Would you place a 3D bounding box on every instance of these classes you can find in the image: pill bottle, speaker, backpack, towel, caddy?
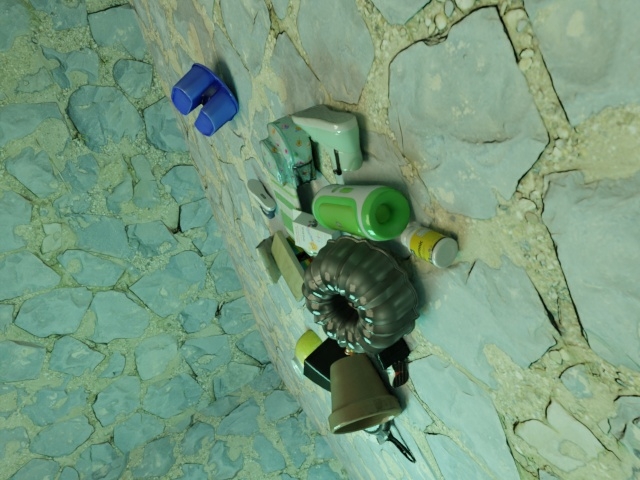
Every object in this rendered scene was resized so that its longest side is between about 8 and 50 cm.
[{"bbox_3d":[0.223,0.009,0.889,0.116,0.065,0.065,34,144,56],"label":"pill bottle"},{"bbox_3d":[0.086,-0.075,1.042,0.296,0.131,0.131,17,130,63],"label":"speaker"},{"bbox_3d":[-0.097,-0.263,1.247,0.166,0.144,0.188,55,156,36],"label":"backpack"},{"bbox_3d":[-0.226,0.086,1.970,0.282,0.049,0.187,-76,-35,-77],"label":"towel"},{"bbox_3d":[-0.102,-0.119,1.508,0.248,0.038,0.325,43,152,56],"label":"towel"},{"bbox_3d":[-0.458,-0.573,1.730,0.241,0.179,0.341,45,165,-18],"label":"caddy"}]

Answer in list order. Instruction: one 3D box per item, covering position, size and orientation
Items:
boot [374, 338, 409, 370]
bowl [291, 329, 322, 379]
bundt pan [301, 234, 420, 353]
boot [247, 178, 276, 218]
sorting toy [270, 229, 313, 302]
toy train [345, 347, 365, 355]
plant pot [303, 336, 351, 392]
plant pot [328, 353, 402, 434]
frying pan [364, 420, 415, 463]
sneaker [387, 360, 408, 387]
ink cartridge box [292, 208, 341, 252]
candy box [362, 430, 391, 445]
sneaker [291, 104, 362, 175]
[{"bbox_3d":[0.203,0.313,1.253,0.121,0.099,0.045,65,161,0],"label":"boot"},{"bbox_3d":[-0.055,0.620,2.176,0.289,0.156,0.289,51,157,32],"label":"bowl"},{"bbox_3d":[0.082,0.159,1.104,0.331,0.124,0.331,24,133,29],"label":"bundt pan"},{"bbox_3d":[-0.260,-0.178,1.850,0.190,0.069,0.086,52,154,25],"label":"boot"},{"bbox_3d":[-0.101,0.100,1.763,0.255,0.089,0.257,60,160,13],"label":"sorting toy"},{"bbox_3d":[0.110,0.405,1.667,0.166,0.046,0.125,14,127,65],"label":"toy train"},{"bbox_3d":[0.050,0.530,1.790,0.167,0.188,0.187,41,152,24],"label":"plant pot"},{"bbox_3d":[0.134,0.544,1.537,0.263,0.263,0.229,98,159,-57],"label":"plant pot"},{"bbox_3d":[0.219,0.745,1.686,0.197,0.053,0.326,-30,82,40],"label":"frying pan"},{"bbox_3d":[0.237,0.398,1.354,0.075,0.057,0.161,-114,10,-52],"label":"sneaker"},{"bbox_3d":[-0.026,-0.023,1.363,0.181,0.061,0.104,20,137,25],"label":"ink cartridge box"},{"bbox_3d":[0.203,0.751,1.814,0.196,0.070,0.165,62,159,7],"label":"candy box"},{"bbox_3d":[0.012,-0.248,1.065,0.256,0.094,0.151,39,152,51],"label":"sneaker"}]
